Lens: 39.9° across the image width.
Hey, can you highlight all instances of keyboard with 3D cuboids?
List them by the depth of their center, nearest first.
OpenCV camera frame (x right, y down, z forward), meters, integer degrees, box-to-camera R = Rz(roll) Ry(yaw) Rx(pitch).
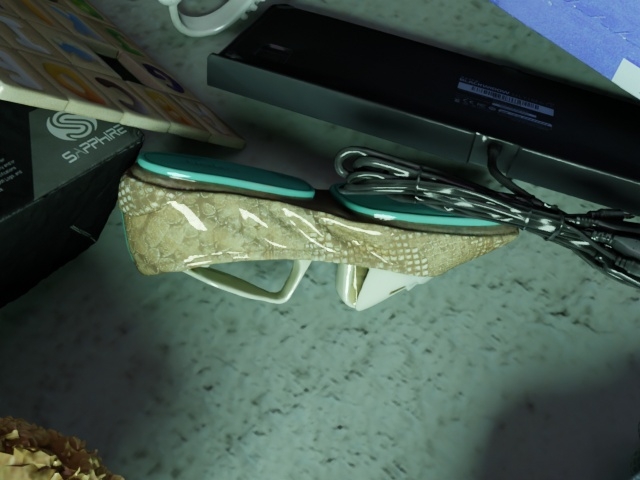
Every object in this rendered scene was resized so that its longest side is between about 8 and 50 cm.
[{"bbox_3d":[0.092,-0.050,0.472,0.317,0.033,0.201,17,32,7],"label":"keyboard"}]

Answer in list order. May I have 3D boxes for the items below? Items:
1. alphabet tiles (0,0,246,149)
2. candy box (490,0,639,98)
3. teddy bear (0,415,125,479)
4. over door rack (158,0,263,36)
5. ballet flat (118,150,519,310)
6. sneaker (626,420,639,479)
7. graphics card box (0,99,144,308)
[{"bbox_3d":[-0.160,-0.119,0.437,0.198,0.237,0.009,42,105,18],"label":"alphabet tiles"},{"bbox_3d":[0.300,-0.179,0.517,0.268,0.122,0.317,40,58,17],"label":"candy box"},{"bbox_3d":[-0.169,0.221,0.292,0.245,0.113,0.337,6,74,-2],"label":"teddy bear"},{"bbox_3d":[-0.006,-0.309,0.520,0.324,0.108,0.239,-31,62,21],"label":"over door rack"},{"bbox_3d":[0.000,0.000,0.452,0.206,0.067,0.073,7,17,-12],"label":"ballet flat"},{"bbox_3d":[0.093,0.168,0.364,0.262,0.104,0.125,-28,49,-22],"label":"sneaker"},{"bbox_3d":[-0.291,-0.089,0.382,0.371,0.094,0.233,37,37,5],"label":"graphics card box"}]
